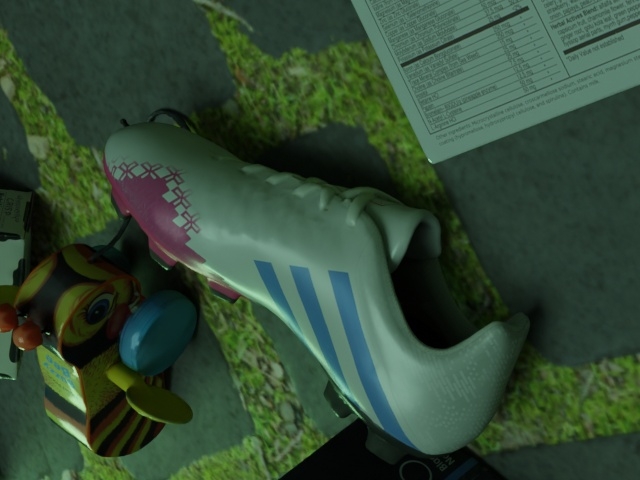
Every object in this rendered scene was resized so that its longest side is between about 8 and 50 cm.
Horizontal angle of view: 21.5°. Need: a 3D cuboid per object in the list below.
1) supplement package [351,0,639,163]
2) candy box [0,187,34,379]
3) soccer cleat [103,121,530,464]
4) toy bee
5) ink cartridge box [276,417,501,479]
[{"bbox_3d":[0.119,-0.212,0.804,0.198,0.199,0.263,-20,98,47],"label":"supplement package"},{"bbox_3d":[-0.361,0.026,1.402,0.233,0.071,0.159,7,128,-6],"label":"candy box"},{"bbox_3d":[0.000,0.000,1.127,0.331,0.116,0.143,41,120,15],"label":"soccer cleat"},{"bbox_3d":[-0.188,0.059,1.288,0.195,0.162,0.298,13,121,41],"label":"toy bee"},{"bbox_3d":[-0.001,0.241,1.086,0.165,0.332,0.065,39,138,19],"label":"ink cartridge box"}]
